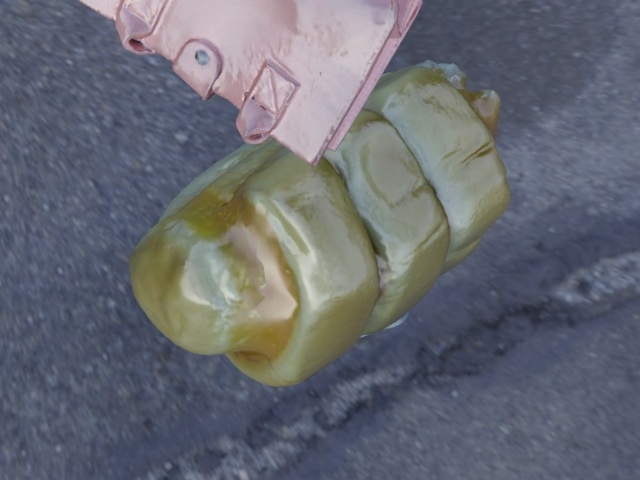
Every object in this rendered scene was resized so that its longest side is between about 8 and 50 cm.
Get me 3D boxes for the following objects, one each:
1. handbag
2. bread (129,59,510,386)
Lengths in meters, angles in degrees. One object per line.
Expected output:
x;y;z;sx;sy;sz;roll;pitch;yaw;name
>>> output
-0.053;-0.163;1.043;0.212;0.059;0.157;36;123;6;handbag
0.000;0.000;1.403;0.341;0.300;0.210;-39;102;-39;bread
